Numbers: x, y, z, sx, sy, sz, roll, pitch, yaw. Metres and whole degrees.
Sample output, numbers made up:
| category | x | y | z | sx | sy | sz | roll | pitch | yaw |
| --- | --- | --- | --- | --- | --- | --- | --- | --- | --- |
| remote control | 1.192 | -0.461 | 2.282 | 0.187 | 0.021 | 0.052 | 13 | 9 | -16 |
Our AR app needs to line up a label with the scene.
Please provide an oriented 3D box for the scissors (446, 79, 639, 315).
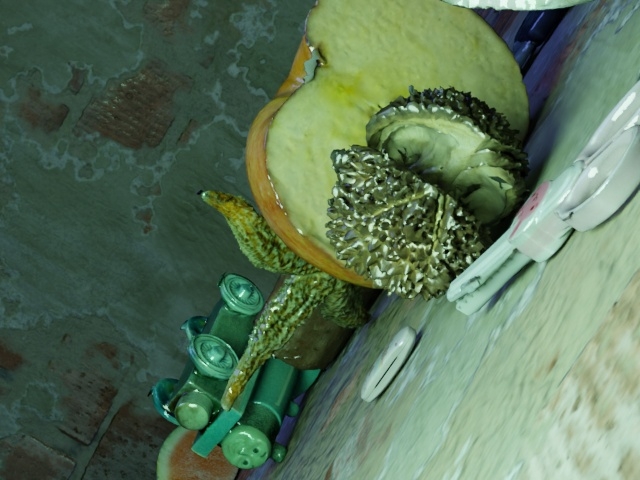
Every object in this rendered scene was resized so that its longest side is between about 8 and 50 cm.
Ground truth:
| category | x | y | z | sx | sy | sz | roll | pitch | yaw |
| --- | --- | --- | --- | --- | --- | --- | --- | --- | --- |
| scissors | 0.152 | -0.016 | 0.866 | 0.242 | 0.030 | 0.118 | -52 | 6 | 51 |

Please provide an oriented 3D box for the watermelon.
| category | x | y | z | sx | sy | sz | roll | pitch | yaw |
| --- | --- | --- | --- | --- | --- | --- | --- | --- | --- |
| watermelon | -0.205 | 0.407 | 2.041 | 0.231 | 0.128 | 0.146 | -65 | -11 | -51 |

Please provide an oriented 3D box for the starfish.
| category | x | y | z | sx | sy | sz | roll | pitch | yaw |
| --- | --- | --- | --- | --- | --- | --- | --- | --- | --- |
| starfish | 0.003 | 0.000 | 1.405 | 0.358 | 0.078 | 0.347 | -38 | -49 | -40 |

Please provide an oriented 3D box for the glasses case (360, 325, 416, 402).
| category | x | y | z | sx | sy | sz | roll | pitch | yaw |
| --- | --- | --- | --- | --- | --- | --- | --- | --- | --- |
| glasses case | 0.062 | 0.113 | 1.175 | 0.083 | 0.021 | 0.032 | -57 | 5 | 26 |

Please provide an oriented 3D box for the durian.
| category | x | y | z | sx | sy | sz | roll | pitch | yaw |
| --- | --- | --- | --- | --- | --- | --- | --- | --- | --- |
| durian | 0.089 | -0.029 | 1.085 | 0.196 | 0.167 | 0.196 | -40 | -18 | -16 |

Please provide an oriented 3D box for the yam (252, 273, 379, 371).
| category | x | y | z | sx | sy | sz | roll | pitch | yaw |
| --- | --- | --- | --- | --- | --- | --- | --- | --- | --- |
| yam | 0.017 | 0.041 | 1.642 | 0.238 | 0.128 | 0.129 | -60 | 19 | 23 |

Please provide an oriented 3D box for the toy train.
| category | x | y | z | sx | sy | sz | roll | pitch | yaw |
| --- | --- | --- | --- | --- | --- | --- | --- | --- | --- |
| toy train | -0.097 | 0.172 | 1.676 | 0.120 | 0.194 | 0.298 | -49 | 10 | 28 |

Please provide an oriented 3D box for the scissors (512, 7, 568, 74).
| category | x | y | z | sx | sy | sz | roll | pitch | yaw |
| --- | --- | --- | --- | --- | --- | --- | --- | --- | --- |
| scissors | 0.224 | -0.197 | 1.562 | 0.383 | 0.029 | 0.256 | -57 | 3 | -5 |

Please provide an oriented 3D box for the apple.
| category | x | y | z | sx | sy | sz | roll | pitch | yaw |
| --- | --- | --- | --- | --- | --- | --- | --- | --- | --- |
| apple | 0.047 | -0.092 | 1.263 | 0.293 | 0.251 | 0.163 | -60 | 11 | -20 |

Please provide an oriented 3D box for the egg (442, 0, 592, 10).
| category | x | y | z | sx | sy | sz | roll | pitch | yaw |
| --- | --- | --- | --- | --- | --- | --- | --- | --- | --- |
| egg | 0.203 | -0.374 | 0.916 | 0.340 | 0.354 | 0.354 | -35 | -11 | -33 |
